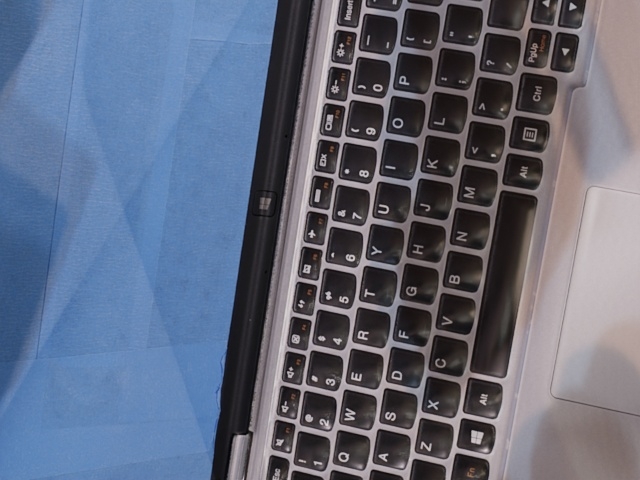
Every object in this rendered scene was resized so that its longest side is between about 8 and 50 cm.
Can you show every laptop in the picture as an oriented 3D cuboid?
[{"bbox_3d":[0.000,0.000,0.693,0.236,0.408,0.381,-21,121,-72],"label":"laptop"}]
